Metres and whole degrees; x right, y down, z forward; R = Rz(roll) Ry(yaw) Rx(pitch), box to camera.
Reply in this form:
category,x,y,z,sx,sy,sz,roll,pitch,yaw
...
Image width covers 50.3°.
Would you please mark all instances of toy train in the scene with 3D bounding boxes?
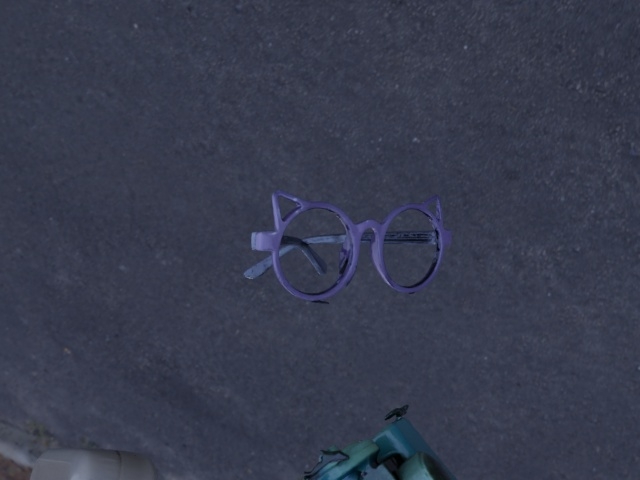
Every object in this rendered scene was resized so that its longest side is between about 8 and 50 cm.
category,x,y,z,sx,sy,sz,roll,pitch,yaw
toy train,0.019,0.230,0.530,0.203,0.163,0.112,-41,71,8

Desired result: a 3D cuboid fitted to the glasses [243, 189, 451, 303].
category,x,y,z,sx,sy,sz,roll,pitch,yaw
glasses,0.000,0.000,0.428,0.104,0.140,0.062,7,97,57

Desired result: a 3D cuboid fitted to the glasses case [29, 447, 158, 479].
category,x,y,z,sx,sy,sz,roll,pitch,yaw
glasses case,-0.153,0.174,0.432,0.050,0.083,0.196,18,158,-25

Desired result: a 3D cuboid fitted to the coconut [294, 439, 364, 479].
category,x,y,z,sx,sy,sz,roll,pitch,yaw
coconut,0.069,0.424,0.899,0.298,0.309,0.297,2,164,0
